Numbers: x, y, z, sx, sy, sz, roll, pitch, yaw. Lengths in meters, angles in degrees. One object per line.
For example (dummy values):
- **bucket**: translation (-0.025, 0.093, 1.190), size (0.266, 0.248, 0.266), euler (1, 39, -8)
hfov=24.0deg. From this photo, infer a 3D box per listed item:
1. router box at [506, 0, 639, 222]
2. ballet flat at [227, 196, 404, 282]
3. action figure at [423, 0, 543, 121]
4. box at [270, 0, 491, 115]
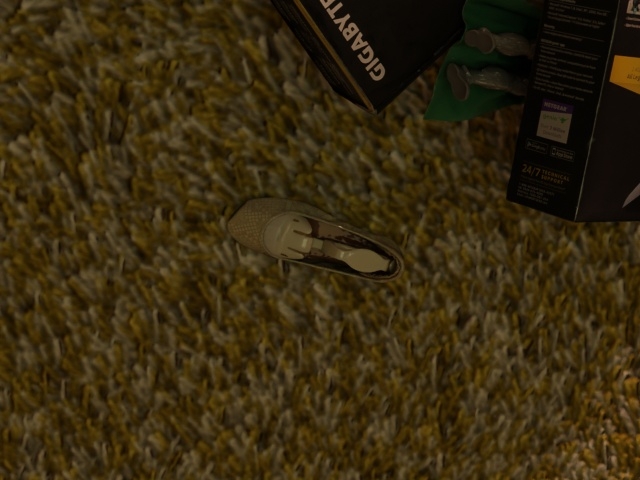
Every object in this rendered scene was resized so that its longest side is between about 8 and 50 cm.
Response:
- **router box**: translation (0.309, -0.141, 1.299), size (0.309, 0.081, 0.243), euler (-1, 106, -42)
- **ballet flat**: translation (0.000, 0.000, 1.363), size (0.168, 0.052, 0.057), euler (13, 101, -13)
- **action figure**: translation (0.212, -0.150, 1.329), size (0.232, 0.063, 0.137), euler (0, 132, -37)
- **box**: translation (0.044, -0.301, 1.215), size (0.257, 0.079, 0.322), euler (-44, 129, -8)
